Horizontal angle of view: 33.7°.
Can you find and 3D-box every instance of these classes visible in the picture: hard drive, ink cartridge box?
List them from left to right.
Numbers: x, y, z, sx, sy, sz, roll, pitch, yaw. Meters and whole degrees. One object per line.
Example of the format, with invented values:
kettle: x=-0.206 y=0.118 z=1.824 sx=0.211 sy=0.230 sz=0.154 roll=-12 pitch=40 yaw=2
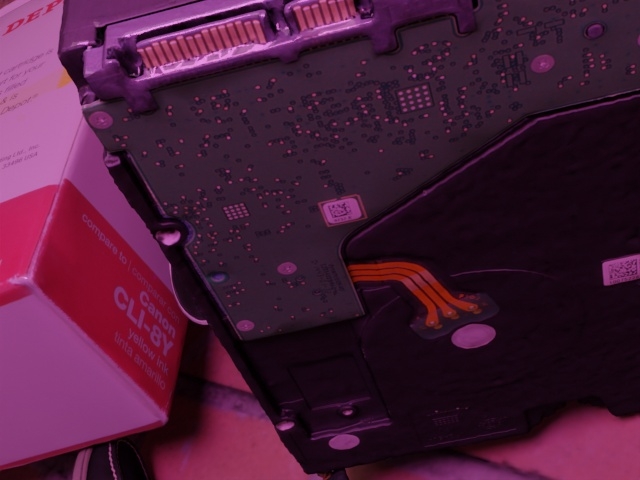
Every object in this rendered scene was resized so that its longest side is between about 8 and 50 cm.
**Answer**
ink cartridge box: x=-0.235 y=-0.024 z=0.823 sx=0.279 sy=0.160 sz=0.385 roll=-19 pitch=40 yaw=23
hard drive: x=0.059 y=-0.006 z=0.486 sx=0.237 sy=0.339 sz=0.064 roll=-13 pitch=53 yaw=9

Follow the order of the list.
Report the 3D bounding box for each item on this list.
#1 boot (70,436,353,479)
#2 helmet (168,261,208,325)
boot: x=-0.055 y=0.185 z=0.657 sx=0.178 sy=0.085 sz=0.236 roll=-32 pitch=42 yaw=4
helmet: x=0.000 y=0.000 z=0.685 sx=0.161 sy=0.169 sz=0.169 roll=-9 pitch=56 yaw=36
